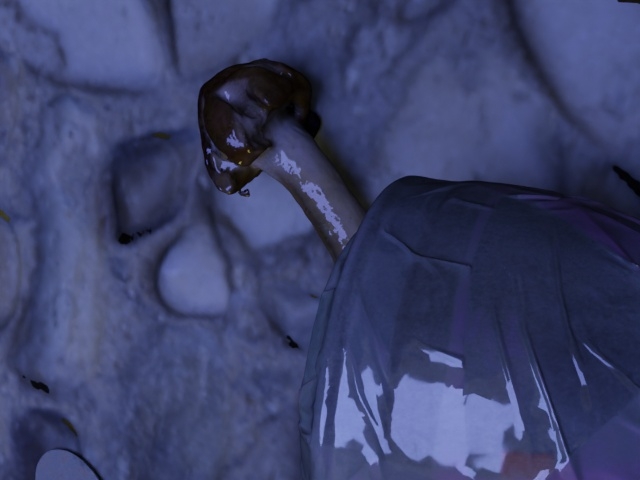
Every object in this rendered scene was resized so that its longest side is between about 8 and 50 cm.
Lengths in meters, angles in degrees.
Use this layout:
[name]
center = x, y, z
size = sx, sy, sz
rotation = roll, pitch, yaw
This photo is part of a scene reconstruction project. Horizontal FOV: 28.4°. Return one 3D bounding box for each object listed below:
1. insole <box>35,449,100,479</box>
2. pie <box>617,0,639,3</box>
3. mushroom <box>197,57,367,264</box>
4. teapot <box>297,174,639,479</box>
[insole]
center = -0.116, 0.211, 0.720
size = 0.065, 0.004, 0.197
rotation = -26, 84, 32
[pie]
center = 0.223, -0.186, 0.391
size = 0.354, 0.103, 0.288
rotation = 7, 102, 30
[mushroom]
center = 0.000, 0.000, 0.587
size = 0.060, 0.061, 0.187
rotation = -32, 85, 26
[teapot]
center = 0.093, 0.092, 0.483
size = 0.178, 0.163, 0.222
rotation = 7, 100, 21
